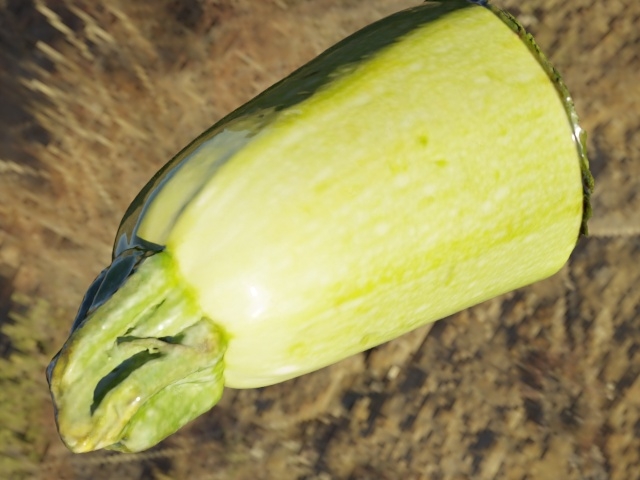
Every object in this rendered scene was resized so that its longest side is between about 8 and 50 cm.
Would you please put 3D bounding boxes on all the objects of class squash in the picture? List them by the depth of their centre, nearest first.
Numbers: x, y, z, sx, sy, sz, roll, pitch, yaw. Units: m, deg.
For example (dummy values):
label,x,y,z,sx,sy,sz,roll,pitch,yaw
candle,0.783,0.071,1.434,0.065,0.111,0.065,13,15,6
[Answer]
label,x,y,z,sx,sy,sz,roll,pitch,yaw
squash,0.005,-0.014,0.602,0.137,0.287,0.137,10,109,31
